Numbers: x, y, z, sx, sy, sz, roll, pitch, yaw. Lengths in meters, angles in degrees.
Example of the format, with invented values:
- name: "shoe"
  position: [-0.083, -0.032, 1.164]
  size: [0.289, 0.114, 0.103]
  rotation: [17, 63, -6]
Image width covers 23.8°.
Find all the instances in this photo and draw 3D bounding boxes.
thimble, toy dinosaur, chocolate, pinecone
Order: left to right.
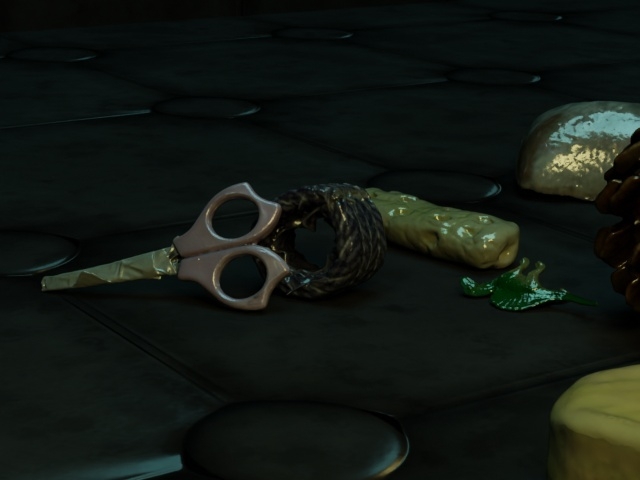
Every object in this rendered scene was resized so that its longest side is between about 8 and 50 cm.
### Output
- name: "thimble"
  position: [-0.002, 0.002, 1.272]
  size: [0.104, 0.095, 0.066]
  rotation: [-31, -11, 28]
- name: "toy dinosaur"
  position: [0.175, 0.046, 1.255]
  size: [0.120, 0.029, 0.060]
  rotation: [22, 41, 39]
- name: "chocolate"
  position: [0.365, -0.098, 1.636]
  size: [0.303, 0.100, 0.185]
  rotation: [7, 14, 9]
- name: "pinecone"
  position: [0.310, -0.003, 1.160]
  size: [0.184, 0.179, 0.204]
  rotation: [-15, 47, -17]

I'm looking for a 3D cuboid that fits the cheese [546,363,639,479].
- name: "cheese"
  position: [0.331, 0.153, 0.736]
  size: [0.384, 0.104, 0.384]
  rotation: [1, 16, 0]

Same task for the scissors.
- name: "scissors"
  position: [-0.131, 0.018, 1.249]
  size: [0.212, 0.110, 0.021]
  rotation: [-10, -20, 7]

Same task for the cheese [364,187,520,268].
- name: "cheese"
  position: [0.099, -0.013, 1.405]
  size: [0.065, 0.043, 0.194]
  rotation: [-11, 21, -40]
